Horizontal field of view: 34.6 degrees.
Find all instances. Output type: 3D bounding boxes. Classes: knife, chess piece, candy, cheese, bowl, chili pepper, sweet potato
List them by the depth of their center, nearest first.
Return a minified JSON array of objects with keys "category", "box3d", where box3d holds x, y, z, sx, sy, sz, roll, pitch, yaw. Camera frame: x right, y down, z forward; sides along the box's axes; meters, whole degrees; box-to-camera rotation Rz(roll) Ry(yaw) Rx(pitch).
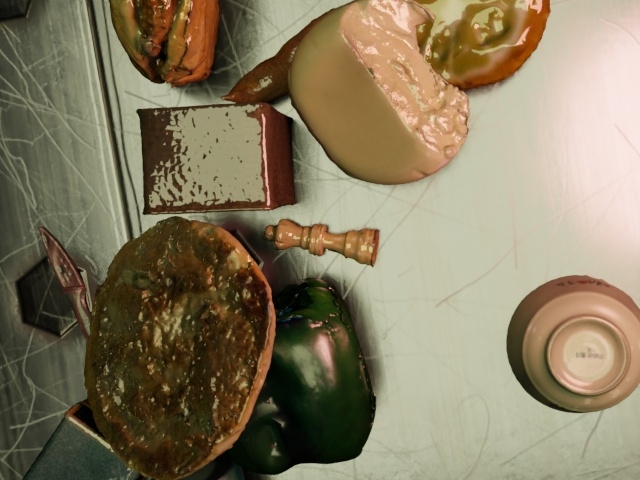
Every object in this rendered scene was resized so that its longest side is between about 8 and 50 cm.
[{"category":"cheese","box3d":[0.082,-0.205,1.445,0.233,0.127,0.266,-25,106,45]},{"category":"candy","box3d":[0.201,-0.343,1.485,0.260,0.118,0.259,0,93,9]},{"category":"chili pepper","box3d":[-0.041,0.200,1.485,0.249,0.233,0.256,-15,97,23]},{"category":"bowl","box3d":[0.379,0.159,1.487,0.211,0.112,0.211,0,94,6]},{"category":"sweet potato","box3d":[-0.048,-0.263,1.546,0.226,0.068,0.068,-41,87,-7]},{"category":"chess piece","box3d":[0.000,0.000,1.552,0.172,0.060,0.060,8,93,8]},{"category":"knife","box3d":[-0.383,0.086,1.615,0.035,0.018,0.247,-27,88,9]}]

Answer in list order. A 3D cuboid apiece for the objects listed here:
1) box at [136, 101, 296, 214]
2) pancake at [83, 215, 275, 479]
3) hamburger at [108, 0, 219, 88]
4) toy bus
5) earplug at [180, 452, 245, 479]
[{"category":"box","box3d":[-0.141,-0.110,1.452,0.184,0.273,0.143,-3,92,6]},{"category":"pancake","box3d":[-0.202,0.140,1.402,0.356,0.065,0.356,-5,81,32]},{"category":"hamburger","box3d":[-0.217,-0.348,1.447,0.145,0.283,0.259,8,86,-3]},{"category":"toy bus","box3d":[-0.374,0.397,1.537,0.162,0.194,0.323,35,95,4]},{"category":"earplug","box3d":[-0.124,0.499,1.535,0.185,0.185,0.324,-29,95,7]}]
